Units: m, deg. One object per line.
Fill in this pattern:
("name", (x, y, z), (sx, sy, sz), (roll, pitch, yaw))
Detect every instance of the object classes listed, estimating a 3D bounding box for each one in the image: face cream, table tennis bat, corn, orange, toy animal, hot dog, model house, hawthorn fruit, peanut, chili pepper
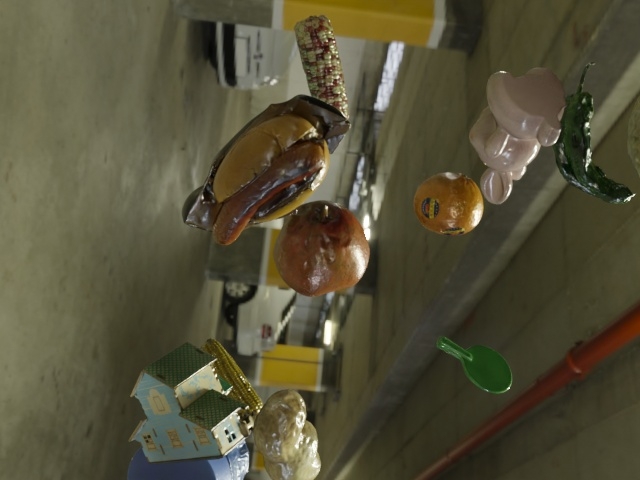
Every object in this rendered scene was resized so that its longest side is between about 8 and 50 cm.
("face cream", (-0.325, 0.577, 1.781), (0.225, 0.248, 0.249), (-24, 122, -72))
("table tennis bat", (0.464, 0.366, 2.122), (0.039, 0.257, 0.160), (-60, 179, 43))
("corn", (-0.225, 0.348, 1.732), (0.231, 0.080, 0.080), (52, -14, 11))
("orange", (0.322, -0.092, 1.770), (0.177, 0.177, 0.155), (-98, -170, -79))
("toy animal", (0.257, -0.142, 0.992), (0.212, 0.124, 0.124), (108, -12, -57))
("hot dog", (-0.088, -0.094, 1.209), (0.326, 0.194, 0.107), (-53, -152, 24))
("model house", (-0.269, 0.319, 1.420), (0.178, 0.271, 0.207), (-32, 101, -50))
("hawthorn fruit", (0.000, 0.000, 1.988), (0.298, 0.276, 0.277), (91, 2, -49))
("corn", (0.009, -0.354, 1.513), (0.086, 0.086, 0.253), (-94, 170, -75))
("peanut", (-0.056, 0.330, 1.161), (0.085, 0.104, 0.228), (40, -25, 43))
("chili pepper", (0.508, -0.194, 1.344), (0.065, 0.122, 0.279), (-144, -141, -84))

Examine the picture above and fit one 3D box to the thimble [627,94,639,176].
("thimble", (0.550, -0.158, 0.898), (0.150, 0.270, 0.271), (69, 26, -75))
